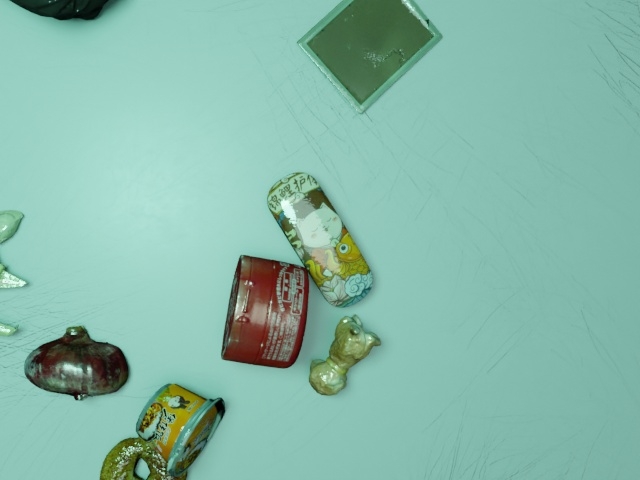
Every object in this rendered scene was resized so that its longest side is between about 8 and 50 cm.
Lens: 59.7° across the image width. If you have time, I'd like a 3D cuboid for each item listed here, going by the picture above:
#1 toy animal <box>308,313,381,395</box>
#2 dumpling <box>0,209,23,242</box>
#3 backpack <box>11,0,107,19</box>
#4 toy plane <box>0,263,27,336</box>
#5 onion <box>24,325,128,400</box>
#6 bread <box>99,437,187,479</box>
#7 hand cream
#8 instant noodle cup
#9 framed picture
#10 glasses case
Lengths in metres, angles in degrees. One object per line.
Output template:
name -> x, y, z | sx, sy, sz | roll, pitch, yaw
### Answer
toy animal -> 0.035, 0.256, 1.208 | 0.185, 0.184, 0.104 | -45, 73, 3
dumpling -> -0.660, -0.033, 1.152 | 0.059, 0.043, 0.077 | 36, 95, 8
backpack -> -0.497, -0.664, 1.049 | 0.363, 0.255, 0.446 | 32, 101, -8
toy plane -> -0.736, 0.124, 1.115 | 0.256, 0.104, 0.242 | -39, 100, -5
onion -> -0.510, 0.260, 1.158 | 0.206, 0.098, 0.151 | 0, 94, -8
bread -> -0.383, 0.513, 1.207 | 0.193, 0.064, 0.193 | 0, 89, -8
hand cream -> -0.115, 0.147, 1.151 | 0.149, 0.230, 0.230 | 9, 91, -10
instant noodle cup -> -0.300, 0.379, 1.166 | 0.125, 0.208, 0.178 | 29, 92, 12
framed picture -> 0.114, -0.455, 1.267 | 0.273, 0.016, 0.216 | -43, 97, -5
glasses case -> 0.000, 0.000, 1.234 | 0.122, 0.082, 0.321 | -32, 97, -4
